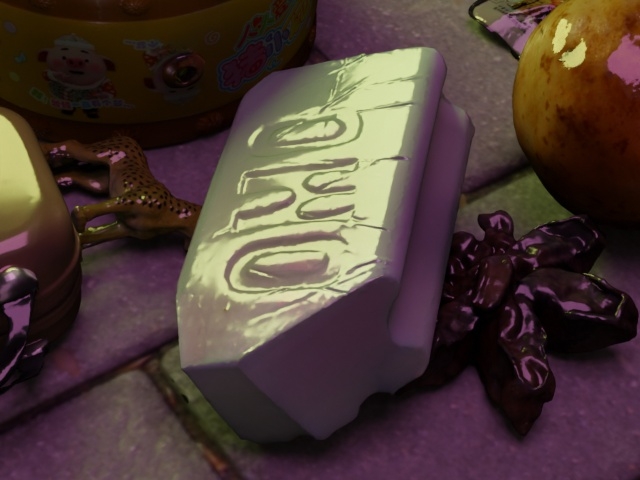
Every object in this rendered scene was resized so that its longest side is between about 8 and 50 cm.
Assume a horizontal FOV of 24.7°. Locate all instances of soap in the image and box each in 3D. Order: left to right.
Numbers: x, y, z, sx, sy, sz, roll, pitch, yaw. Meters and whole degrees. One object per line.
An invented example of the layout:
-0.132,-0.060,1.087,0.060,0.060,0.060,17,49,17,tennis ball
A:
0.000,0.000,1.255,0.208,0.115,0.347,-7,46,25,soap

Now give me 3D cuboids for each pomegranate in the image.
0.287,-0.125,1.337,0.248,0.248,0.248,1,50,-2,pomegranate

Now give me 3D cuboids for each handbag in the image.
-0.343,0.041,1.225,0.301,0.149,0.283,-22,51,-22,handbag

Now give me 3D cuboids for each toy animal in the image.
-0.187,-0.050,1.368,0.136,0.073,0.181,-13,39,-23,toy animal

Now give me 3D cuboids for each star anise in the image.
0.167,0.058,1.266,0.214,0.099,0.220,1,49,11,star anise

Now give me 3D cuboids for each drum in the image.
-0.199,-0.306,1.482,0.431,0.214,0.431,2,49,-2,drum

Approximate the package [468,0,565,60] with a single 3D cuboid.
0.288,-0.248,1.569,0.232,0.040,0.166,-25,55,-24,package
